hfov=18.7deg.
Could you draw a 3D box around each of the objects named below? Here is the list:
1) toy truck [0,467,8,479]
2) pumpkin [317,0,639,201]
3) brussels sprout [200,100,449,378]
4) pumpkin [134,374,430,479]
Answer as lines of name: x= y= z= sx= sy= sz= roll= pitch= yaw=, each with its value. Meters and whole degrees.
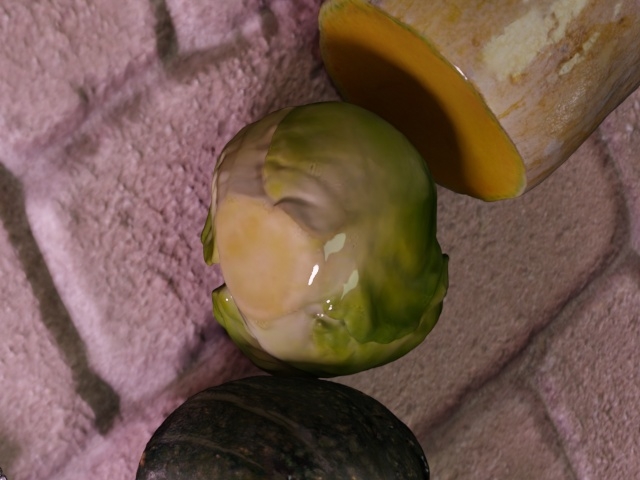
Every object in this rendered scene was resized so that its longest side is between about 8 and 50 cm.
toy truck: x=-0.298 y=0.200 z=1.689 sx=0.032 sy=0.024 sz=0.083 roll=-45 pitch=119 yaw=-7
pumpkin: x=0.142 y=-0.192 z=1.893 sx=0.199 sy=0.332 sz=0.332 roll=-50 pitch=122 yaw=-25
brussels sprout: x=0.002 y=0.002 z=1.839 sx=0.294 sy=0.227 sz=0.259 roll=-8 pitch=89 yaw=-67
pumpkin: x=-0.032 y=0.293 z=1.781 sx=0.291 sy=0.257 sz=0.327 roll=-16 pitch=107 yaw=-48
